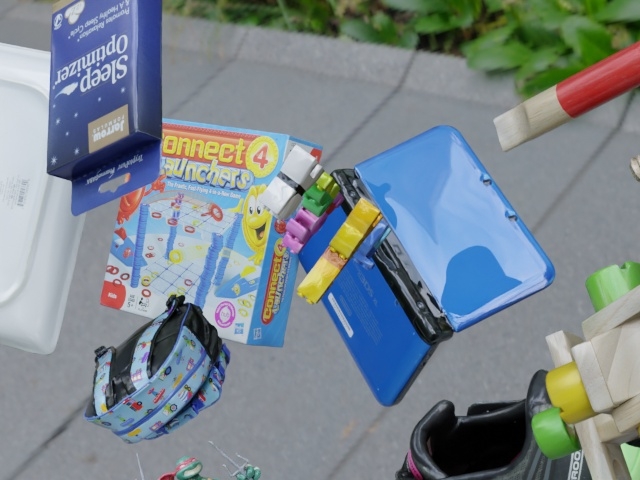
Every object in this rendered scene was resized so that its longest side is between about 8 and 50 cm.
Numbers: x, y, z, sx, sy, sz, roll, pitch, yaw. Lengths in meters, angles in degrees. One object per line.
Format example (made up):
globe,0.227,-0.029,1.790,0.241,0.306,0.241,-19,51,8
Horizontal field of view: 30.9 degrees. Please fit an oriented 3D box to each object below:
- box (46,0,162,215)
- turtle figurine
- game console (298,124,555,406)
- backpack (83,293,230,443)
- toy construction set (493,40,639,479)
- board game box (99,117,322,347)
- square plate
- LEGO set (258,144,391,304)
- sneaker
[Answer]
box,-0.204,-0.147,1.096,0.136,0.037,0.225,-19,66,38
turtle figurine,-0.158,0.384,1.663,0.175,0.118,0.234,-30,75,-10
game console,0.130,0.032,1.555,0.173,0.250,0.293,-7,52,-31
backpack,-0.191,0.166,1.345,0.158,0.117,0.173,-35,17,13
toy construction set,0.197,0.049,0.715,0.237,0.308,0.257,-26,2,34
board game box,-0.169,-0.019,1.727,0.308,0.086,0.301,10,89,36
square plate,-0.435,-0.072,1.341,0.344,0.049,0.347,13,90,8
LEGO set,0.000,0.000,0.972,0.087,0.227,0.093,37,89,10
sneaker,0.163,0.292,1.390,0.483,0.202,0.185,-42,13,34
